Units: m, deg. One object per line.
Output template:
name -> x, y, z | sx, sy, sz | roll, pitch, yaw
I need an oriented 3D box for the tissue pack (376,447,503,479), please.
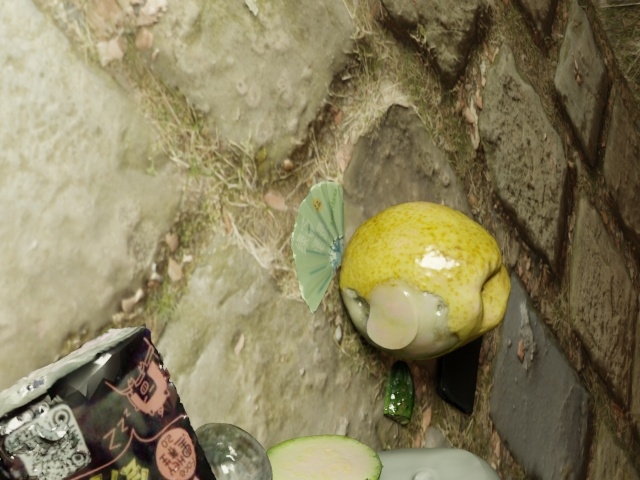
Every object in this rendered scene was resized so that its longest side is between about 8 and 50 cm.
tissue pack -> 0.147, 0.474, 1.270 | 0.236, 0.229, 0.333 | 31, 58, -48

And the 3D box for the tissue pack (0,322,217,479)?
tissue pack -> -0.225, 0.282, 0.900 | 0.245, 0.123, 0.333 | -34, 106, -46

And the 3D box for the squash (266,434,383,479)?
squash -> 0.000, 0.347, 1.166 | 0.170, 0.170, 0.123 | -10, 102, -55

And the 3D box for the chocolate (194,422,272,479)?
chocolate -> -0.098, 0.341, 1.070 | 0.110, 0.110, 0.248 | -30, 110, -53

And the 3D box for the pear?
pear -> 0.168, 0.065, 1.382 | 0.271, 0.271, 0.271 | 17, 69, -51

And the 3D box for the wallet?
wallet -> 0.281, 0.190, 1.696 | 0.146, 0.030, 0.286 | 42, 51, -45

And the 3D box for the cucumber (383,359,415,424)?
cucumber -> 0.143, 0.257, 1.484 | 0.067, 0.035, 0.108 | 38, 51, -41

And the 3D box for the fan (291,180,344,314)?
fan -> 0.000, 0.000, 1.369 | 0.131, 0.009, 0.240 | 39, 53, -40
